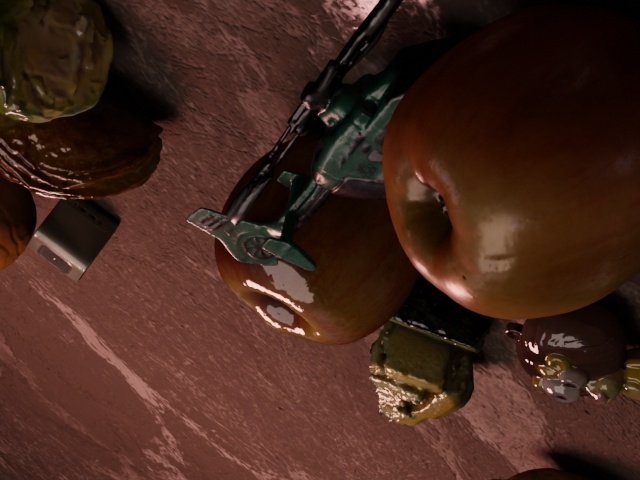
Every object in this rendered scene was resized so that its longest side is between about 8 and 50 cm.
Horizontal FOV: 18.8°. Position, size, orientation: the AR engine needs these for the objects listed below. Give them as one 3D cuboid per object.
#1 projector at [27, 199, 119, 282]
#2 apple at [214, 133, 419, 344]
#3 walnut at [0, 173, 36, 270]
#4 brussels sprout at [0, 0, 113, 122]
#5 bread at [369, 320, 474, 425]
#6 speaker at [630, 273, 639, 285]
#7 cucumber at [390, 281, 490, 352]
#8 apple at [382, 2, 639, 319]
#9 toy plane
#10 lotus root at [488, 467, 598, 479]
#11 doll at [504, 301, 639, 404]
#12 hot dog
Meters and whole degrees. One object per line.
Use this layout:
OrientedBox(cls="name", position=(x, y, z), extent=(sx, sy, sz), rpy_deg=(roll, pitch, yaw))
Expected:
OrientedBox(cls="projector", position=(-0.321, -0.006, 2.505), extent=(0.082, 0.083, 0.083), rpy_deg=(37, 157, -4))
OrientedBox(cls="apple", position=(0.000, 0.000, 1.946), extent=(0.211, 0.188, 0.211), rpy_deg=(31, 161, 12))
OrientedBox(cls="walnut", position=(-0.459, -0.050, 2.515), extent=(0.167, 0.167, 0.207), rpy_deg=(14, 145, 41))
OrientedBox(cls="brussels sprout", position=(-0.301, -0.203, 2.026), extent=(0.122, 0.151, 0.149), rpy_deg=(33, 159, 53))
OrientedBox(cls="bread", position=(0.126, 0.153, 2.200), extent=(0.110, 0.103, 0.156), rpy_deg=(12, 155, 21))
OrientedBox(cls="speaker", position=(0.316, -0.016, 1.660), extent=(0.082, 0.044, 0.218), rpy_deg=(29, 156, 14))
OrientedBox(cls="cucumber", position=(0.089, 0.060, 2.119), extent=(0.211, 0.062, 0.078), rpy_deg=(20, 176, 16))
OrientedBox(cls="apple", position=(0.164, -0.064, 1.502), extent=(0.242, 0.241, 0.242), rpy_deg=(32, 138, 35))
OrientedBox(cls="toy plane", position=(0.031, -0.081, 1.719), extent=(0.155, 0.106, 0.381), rpy_deg=(29, 135, -16))
OrientedBox(cls="lotus root", position=(0.285, 0.332, 2.285), extent=(0.214, 0.138, 0.138), rpy_deg=(26, 156, 23))
OrientedBox(cls="doll", position=(0.278, 0.116, 1.919), extent=(0.188, 0.096, 0.145), rpy_deg=(11, 157, 25))
OrientedBox(cls="hot dog", position=(-0.301, -0.131, 2.140), extent=(0.259, 0.175, 0.114), rpy_deg=(37, 117, 0))
